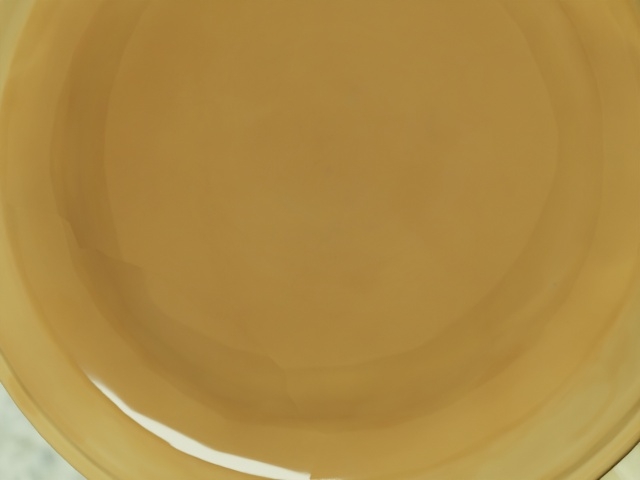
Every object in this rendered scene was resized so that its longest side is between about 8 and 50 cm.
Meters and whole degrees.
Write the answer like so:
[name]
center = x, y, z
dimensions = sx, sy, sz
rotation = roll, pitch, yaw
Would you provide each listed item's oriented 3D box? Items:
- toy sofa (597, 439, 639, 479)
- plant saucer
[toy sofa]
center = 0.000, 0.000, 0.561
dimensions = 0.177, 0.150, 0.362
rotation = -34, 84, 6
[plant saucer]
center = 0.003, -0.020, 0.466
dimensions = 0.200, 0.037, 0.200
rotation = 0, 87, 6
